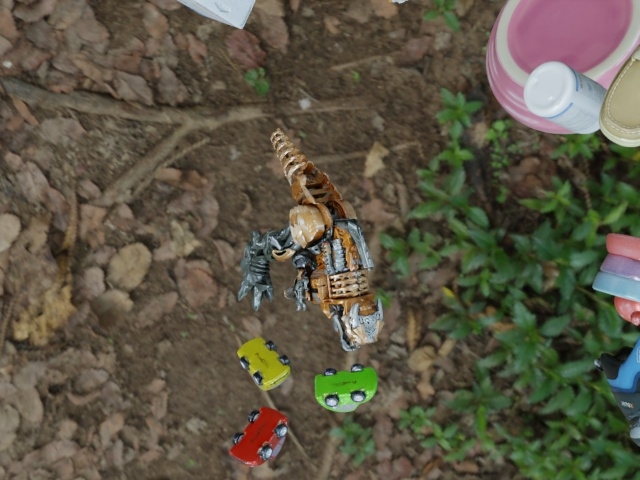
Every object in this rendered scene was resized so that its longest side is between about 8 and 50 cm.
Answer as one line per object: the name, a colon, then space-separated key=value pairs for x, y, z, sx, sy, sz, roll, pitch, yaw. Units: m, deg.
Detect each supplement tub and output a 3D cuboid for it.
supplement tub: x=0.312 y=-0.179 z=1.128 sx=0.107 sy=0.071 sz=0.071 roll=13 pitch=102 yaw=-45

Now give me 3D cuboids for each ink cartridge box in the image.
ink cartridge box: x=-0.166 y=-0.361 z=1.309 sx=0.088 sy=0.122 sz=0.052 roll=24 pitch=96 yaw=-42

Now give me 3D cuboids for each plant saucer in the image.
plant saucer: x=0.422 y=-0.343 z=1.479 sx=0.084 sy=0.332 sz=0.332 roll=30 pitch=92 yaw=-52

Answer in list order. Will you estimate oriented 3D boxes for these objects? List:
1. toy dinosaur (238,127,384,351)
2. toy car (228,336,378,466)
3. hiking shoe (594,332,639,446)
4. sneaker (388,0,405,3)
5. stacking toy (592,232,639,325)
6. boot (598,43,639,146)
toy dinosaur: x=0.000 y=0.000 z=1.261 sx=0.164 sy=0.218 sz=0.322 roll=12 pitch=63 yaw=-25
toy car: x=-0.020 y=0.241 z=1.365 sx=0.224 sy=0.239 sz=0.053 roll=-9 pitch=132 yaw=6
hiking shoe: x=0.418 y=0.107 z=0.976 sx=0.113 sy=0.132 sz=0.304 roll=-4 pitch=144 yaw=-38
sneaker: x=0.177 y=-0.480 z=1.584 sx=0.121 sy=0.262 sz=0.099 roll=-15 pitch=109 yaw=14
stacking toy: x=0.569 y=0.088 z=1.376 sx=0.309 sy=0.279 sz=0.130 roll=11 pitch=94 yaw=-62
boot: x=0.406 y=-0.241 z=0.988 sx=0.262 sy=0.095 sz=0.203 roll=-47 pitch=158 yaw=-3
